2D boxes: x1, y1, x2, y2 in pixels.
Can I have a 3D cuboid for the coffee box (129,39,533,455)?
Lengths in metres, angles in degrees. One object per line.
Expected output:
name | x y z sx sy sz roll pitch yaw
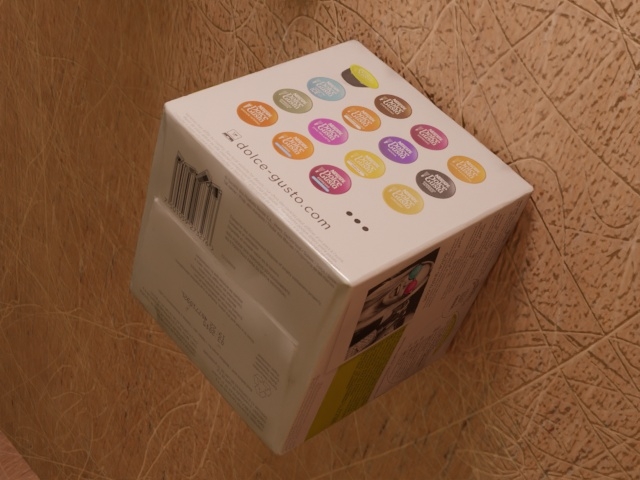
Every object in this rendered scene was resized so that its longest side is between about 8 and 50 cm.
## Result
coffee box | 0.000 0.000 1.396 0.337 0.334 0.338 44 138 24
